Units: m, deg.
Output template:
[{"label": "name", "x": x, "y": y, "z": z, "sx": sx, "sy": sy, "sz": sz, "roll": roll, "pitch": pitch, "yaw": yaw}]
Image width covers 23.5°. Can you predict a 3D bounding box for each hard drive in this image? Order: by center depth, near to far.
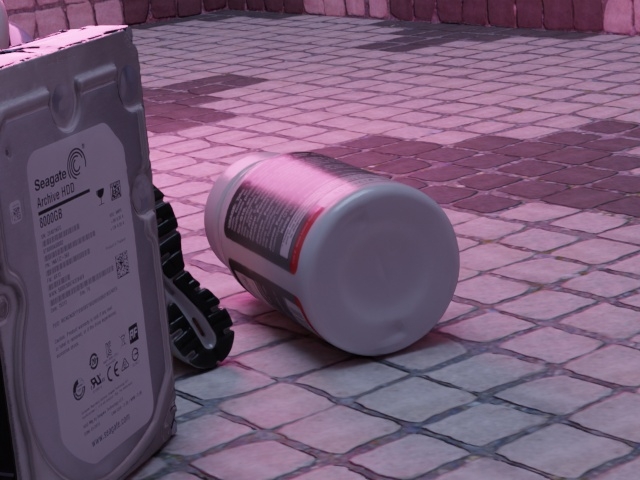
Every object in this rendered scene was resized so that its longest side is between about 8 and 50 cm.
[{"label": "hard drive", "x": -0.193, "y": 0.027, "z": 1.123, "sx": 0.064, "sy": 0.339, "sz": 0.237, "roll": 1, "pitch": 16, "yaw": 22}]

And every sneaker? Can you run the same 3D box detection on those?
[{"label": "sneaker", "x": -0.165, "y": 0.028, "z": 1.410, "sx": 0.081, "sy": 0.208, "sz": 0.094, "roll": -35, "pitch": 17, "yaw": -28}]

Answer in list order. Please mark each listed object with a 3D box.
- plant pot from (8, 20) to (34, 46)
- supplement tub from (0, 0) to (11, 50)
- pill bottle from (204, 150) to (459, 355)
[{"label": "plant pot", "x": -0.436, "y": -0.109, "z": 1.916, "sx": 0.290, "sy": 0.290, "sz": 0.195, "roll": -15, "pitch": 52, "yaw": -32}, {"label": "supplement tub", "x": -0.431, "y": -0.146, "z": 1.625, "sx": 0.228, "sy": 0.228, "sz": 0.316, "roll": -8, "pitch": -25, "yaw": -9}, {"label": "pill bottle", "x": 0.000, "y": 0.000, "z": 1.494, "sx": 0.161, "sy": 0.161, "sz": 0.283, "roll": -12, "pitch": 17, "yaw": -23}]
